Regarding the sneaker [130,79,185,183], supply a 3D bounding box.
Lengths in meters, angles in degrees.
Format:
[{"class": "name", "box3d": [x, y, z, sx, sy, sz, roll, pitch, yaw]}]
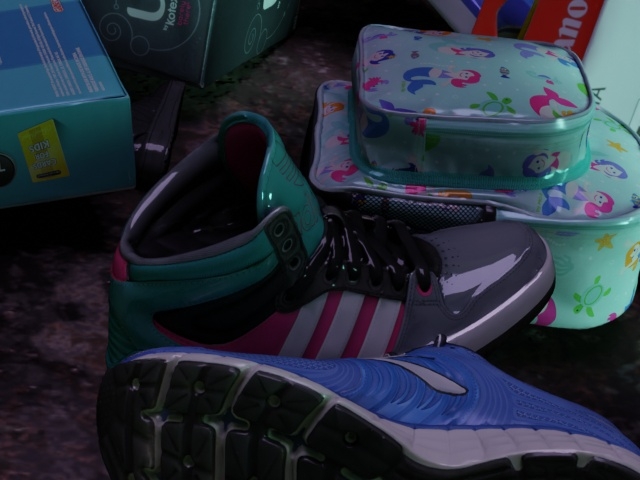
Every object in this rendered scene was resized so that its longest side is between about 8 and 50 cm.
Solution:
[{"class": "sneaker", "box3d": [-0.159, -0.089, 1.469, 0.089, 0.051, 0.170, 10, 30, -3]}]

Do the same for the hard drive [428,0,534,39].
[{"class": "hard drive", "box3d": [0.100, -0.297, 1.743, 0.319, 0.040, 0.210, 51, 24, 16]}]

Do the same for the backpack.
[{"class": "backpack", "box3d": [0.114, -0.042, 1.326, 0.253, 0.191, 0.225, 12, 27, -3]}]

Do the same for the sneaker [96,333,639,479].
[{"class": "sneaker", "box3d": [0.034, 0.125, 1.067, 0.330, 0.130, 0.147, 13, 16, -3]}]

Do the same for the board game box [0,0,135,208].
[{"class": "board game box", "box3d": [-0.327, -0.101, 1.368, 0.336, 0.079, 0.254, -10, 31, -13]}]

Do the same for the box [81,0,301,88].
[{"class": "box", "box3d": [-0.110, -0.252, 1.642, 0.143, 0.165, 0.270, 15, 21, 12]}]

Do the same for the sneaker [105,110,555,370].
[{"class": "sneaker", "box3d": [0.000, 0.000, 1.130, 0.295, 0.178, 0.124, -19, 34, -14]}]

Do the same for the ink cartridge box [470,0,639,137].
[{"class": "ink cartridge box", "box3d": [0.235, -0.170, 1.517, 0.239, 0.275, 0.060, 19, -7, 20]}]

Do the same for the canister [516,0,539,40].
[{"class": "canister", "box3d": [0.250, -0.142, 1.607, 0.170, 0.126, 0.073, 30, 10, 38]}]
